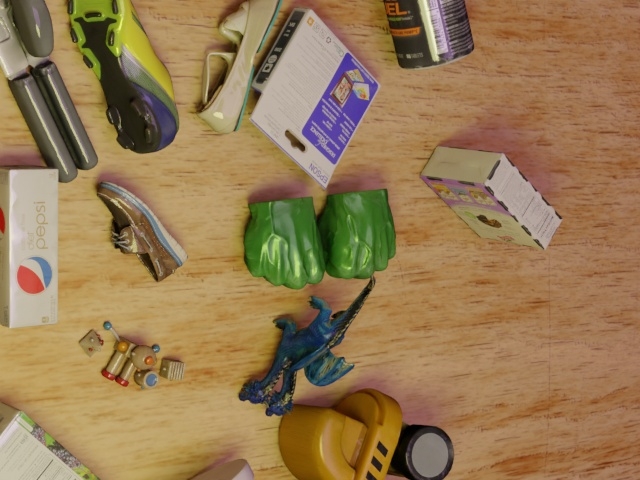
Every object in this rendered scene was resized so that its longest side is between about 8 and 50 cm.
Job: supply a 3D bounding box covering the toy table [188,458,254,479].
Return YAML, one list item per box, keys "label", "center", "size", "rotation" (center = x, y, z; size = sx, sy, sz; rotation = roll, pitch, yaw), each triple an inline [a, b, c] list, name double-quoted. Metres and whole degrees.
- label: "toy table"
  center: [-0.187, 0.458, 1.882]
  size: [0.274, 0.252, 0.161]
  rotation: [-30, 97, -20]

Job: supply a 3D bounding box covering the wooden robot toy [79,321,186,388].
- label: "wooden robot toy"
  center: [-0.263, 0.180, 1.866]
  size: [0.173, 0.079, 0.076]
  rotation: [30, 78, -36]

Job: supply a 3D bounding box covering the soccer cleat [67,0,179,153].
- label: "soccer cleat"
  center: [-0.273, -0.264, 1.809]
  size: [0.121, 0.093, 0.289]
  rotation: [-43, 120, -61]

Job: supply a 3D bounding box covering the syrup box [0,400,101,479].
- label: "syrup box"
  center: [-0.385, 0.332, 1.783]
  size: [0.237, 0.093, 0.096]
  rotation: [49, 67, -31]

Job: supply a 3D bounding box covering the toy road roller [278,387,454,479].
- label: "toy road roller"
  center: [0.035, 0.396, 2.058]
  size: [0.240, 0.202, 0.329]
  rotation: [28, 74, -24]

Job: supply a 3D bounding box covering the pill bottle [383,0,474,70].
- label: "pill bottle"
  center: [0.162, -0.410, 2.080]
  size: [0.130, 0.130, 0.246]
  rotation: [-27, 112, -32]

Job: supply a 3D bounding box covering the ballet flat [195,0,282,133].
- label: "ballet flat"
  center: [-0.125, -0.283, 1.914]
  size: [0.086, 0.086, 0.248]
  rotation: [22, 84, -37]

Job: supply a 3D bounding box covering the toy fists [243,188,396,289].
- label: "toy fists"
  center: [0.000, 0.000, 2.036]
  size: [0.279, 0.096, 0.142]
  rotation: [-7, 90, -35]

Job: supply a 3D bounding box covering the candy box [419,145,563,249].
- label: "candy box"
  center: [0.293, -0.074, 2.203]
  size: [0.196, 0.165, 0.070]
  rotation: [42, 73, -34]

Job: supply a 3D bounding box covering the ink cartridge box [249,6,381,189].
- label: "ink cartridge box"
  center: [-0.016, -0.220, 2.010]
  size: [0.206, 0.045, 0.208]
  rotation: [42, 68, -41]

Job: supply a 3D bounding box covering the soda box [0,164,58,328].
- label: "soda box"
  center: [-0.402, 0.007, 1.742]
  size: [0.074, 0.069, 0.216]
  rotation: [-4, 99, -37]

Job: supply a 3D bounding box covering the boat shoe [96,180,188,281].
- label: "boat shoe"
  center: [-0.264, -0.009, 1.847]
  size: [0.066, 0.066, 0.183]
  rotation: [-53, 123, -18]

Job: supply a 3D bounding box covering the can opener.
- label: "can opener"
  center: [-0.376, -0.208, 1.725]
  size: [0.074, 0.093, 0.280]
  rotation: [-35, 120, -30]

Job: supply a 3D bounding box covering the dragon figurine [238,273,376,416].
- label: "dragon figurine"
  center: [-0.004, 0.170, 1.988]
  size: [0.085, 0.289, 0.144]
  rotation: [36, 36, -37]
